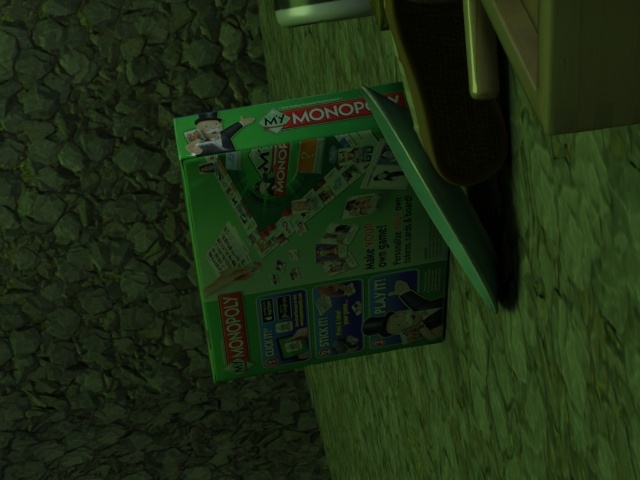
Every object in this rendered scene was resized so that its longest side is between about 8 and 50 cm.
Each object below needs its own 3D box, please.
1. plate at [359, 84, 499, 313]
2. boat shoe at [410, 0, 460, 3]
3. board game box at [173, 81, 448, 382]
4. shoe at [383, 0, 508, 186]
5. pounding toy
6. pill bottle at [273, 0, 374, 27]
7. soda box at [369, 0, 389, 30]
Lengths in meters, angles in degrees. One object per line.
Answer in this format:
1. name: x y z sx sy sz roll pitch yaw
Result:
1. plate: 0.084 -0.034 1.175 0.188 0.024 0.188 60 -179 -1
2. boat shoe: 0.062 -0.285 0.750 0.130 0.132 0.356 -58 -32 -82
3. board game box: 0.000 0.000 1.381 0.317 0.213 0.046 88 172 -54
4. shoe: 0.075 -0.136 1.040 0.058 0.076 0.219 -114 13 -53
5. pounding toy: 0.101 -0.130 0.615 0.206 0.094 0.181 -105 8 -51
6. pill bottle: 0.009 -0.277 1.303 0.119 0.119 0.209 -134 36 -82
7. soda box: 0.059 -0.236 1.148 0.061 0.058 0.181 -105 7 -48
